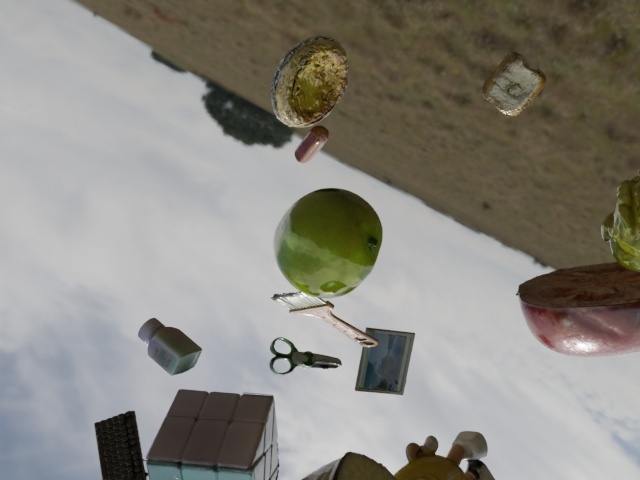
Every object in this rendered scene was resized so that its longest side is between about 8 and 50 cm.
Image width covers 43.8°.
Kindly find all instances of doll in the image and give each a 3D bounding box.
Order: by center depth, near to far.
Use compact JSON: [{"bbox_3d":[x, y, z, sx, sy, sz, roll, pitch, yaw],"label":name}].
[{"bbox_3d":[0.336,0.680,2.123,0.348,0.161,0.423,43,-137,-9],"label":"doll"}]

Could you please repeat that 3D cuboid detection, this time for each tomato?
[{"bbox_3d":[0.542,0.141,1.509,0.338,0.144,0.338,-12,-173,2],"label":"tomato"}]

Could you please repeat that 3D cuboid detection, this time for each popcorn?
[{"bbox_3d":[0.592,-0.024,1.312,0.256,0.195,0.255,9,170,-25],"label":"popcorn"}]

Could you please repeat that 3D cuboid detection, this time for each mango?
[{"bbox_3d":[0.006,-0.006,1.354,0.149,0.185,0.273,34,-174,-22],"label":"mango"}]

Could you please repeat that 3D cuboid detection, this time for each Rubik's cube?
[{"bbox_3d":[-0.219,0.471,1.678,0.224,0.231,0.221,3,-148,8],"label":"Rubik's cube"}]

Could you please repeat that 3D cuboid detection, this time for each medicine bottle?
[{"bbox_3d":[-0.301,0.206,1.566,0.118,0.055,0.074,36,-156,21],"label":"medicine bottle"}]

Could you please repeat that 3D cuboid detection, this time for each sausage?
[{"bbox_3d":[-0.018,-0.201,1.662,0.041,0.039,0.131,64,154,7],"label":"sausage"}]

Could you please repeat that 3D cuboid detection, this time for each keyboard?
[{"bbox_3d":[-0.407,0.508,1.669,0.027,0.106,0.317,80,171,-56],"label":"keyboard"}]

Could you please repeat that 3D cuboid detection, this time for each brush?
[{"bbox_3d":[0.027,0.160,1.560,0.090,0.017,0.314,-10,151,32],"label":"brush"}]

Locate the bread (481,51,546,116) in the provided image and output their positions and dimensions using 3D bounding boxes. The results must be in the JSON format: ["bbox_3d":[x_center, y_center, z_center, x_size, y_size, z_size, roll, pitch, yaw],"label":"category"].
[{"bbox_3d":[0.293,-0.232,1.194,0.076,0.083,0.070,37,-155,-8],"label":"bread"}]

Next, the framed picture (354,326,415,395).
[{"bbox_3d":[0.138,0.261,1.709,0.109,0.149,0.011,6,-163,-8],"label":"framed picture"}]

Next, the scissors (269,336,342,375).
[{"bbox_3d":[-0.038,0.316,2.125,0.204,0.101,0.027,10,157,-22],"label":"scissors"}]

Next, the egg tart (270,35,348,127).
[{"bbox_3d":[-0.033,-0.380,1.892,0.094,0.234,0.234,37,-169,35],"label":"egg tart"}]

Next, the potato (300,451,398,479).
[{"bbox_3d":[0.031,0.614,1.340,0.442,0.319,0.385,45,-155,-27],"label":"potato"}]
